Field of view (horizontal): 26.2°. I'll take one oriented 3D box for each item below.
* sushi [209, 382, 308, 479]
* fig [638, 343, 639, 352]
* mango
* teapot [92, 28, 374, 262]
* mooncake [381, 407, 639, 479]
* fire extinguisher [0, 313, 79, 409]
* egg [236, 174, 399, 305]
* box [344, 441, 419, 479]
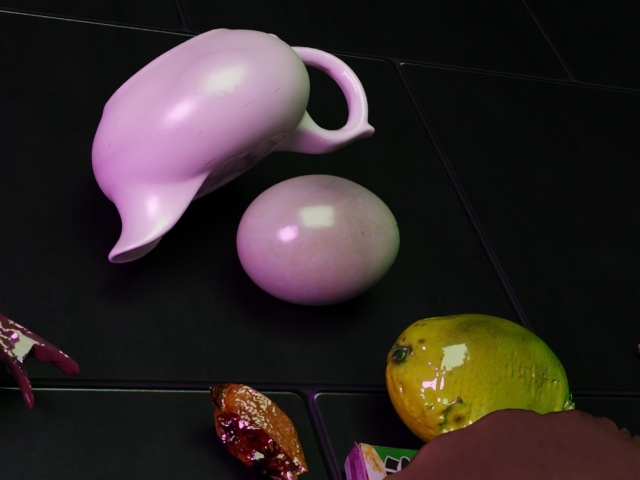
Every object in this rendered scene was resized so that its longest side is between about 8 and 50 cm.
[{"bbox_3d":[-0.050,0.149,1.041,0.099,0.050,0.047,38,35,2],"label":"sushi"},{"bbox_3d":[0.388,0.136,1.218,0.160,0.143,0.231,27,28,-31],"label":"fig"},{"bbox_3d":[0.131,0.121,1.137,0.178,0.100,0.119,10,71,-31],"label":"mango"},{"bbox_3d":[-0.088,-0.096,1.192,0.298,0.204,0.139,-32,84,-25],"label":"teapot"},{"bbox_3d":[0.152,0.282,0.886,0.324,0.187,0.324,13,40,-11],"label":"mooncake"},{"bbox_3d":[-0.311,0.122,0.897,0.141,0.105,0.341,51,44,9],"label":"fire extinguisher"},{"bbox_3d":[0.000,0.000,1.192,0.152,0.114,0.114,2,43,-30],"label":"egg"},{"bbox_3d":[0.120,0.197,1.083,0.207,0.041,0.050,9,46,-20],"label":"box"}]
